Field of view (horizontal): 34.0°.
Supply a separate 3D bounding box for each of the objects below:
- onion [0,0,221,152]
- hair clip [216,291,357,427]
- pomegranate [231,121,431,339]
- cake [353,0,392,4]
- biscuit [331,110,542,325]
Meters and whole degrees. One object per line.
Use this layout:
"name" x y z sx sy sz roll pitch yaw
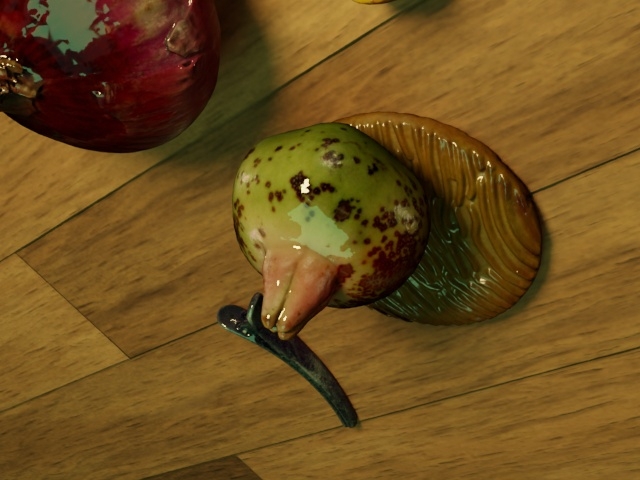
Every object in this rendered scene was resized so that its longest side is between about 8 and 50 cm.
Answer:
"onion" -0.275 -0.218 1.045 0.347 0.285 0.348 25 145 19
"hair clip" -0.029 0.180 1.485 0.083 0.048 0.275 -25 117 39
"pomegranate" 0.000 0.000 1.077 0.214 0.248 0.214 13 140 11
"cake" 0.063 -0.250 0.971 0.084 0.084 0.044 -2 122 30
"biscuit" 0.103 -0.014 1.220 0.318 0.040 0.318 15 138 14
